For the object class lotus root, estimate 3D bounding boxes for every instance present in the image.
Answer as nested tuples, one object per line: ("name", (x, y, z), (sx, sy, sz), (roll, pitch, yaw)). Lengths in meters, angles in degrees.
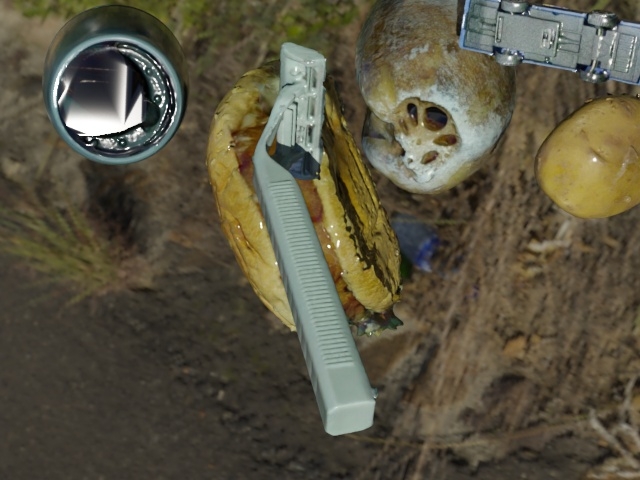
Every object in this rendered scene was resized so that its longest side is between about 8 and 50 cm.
("lotus root", (0.109, -0.167, 1.100), (0.139, 0.158, 0.322), (-4, 34, 9))

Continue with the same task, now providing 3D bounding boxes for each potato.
("potato", (0.333, -0.100, 1.380), (0.176, 0.137, 0.137), (-43, 31, -28))

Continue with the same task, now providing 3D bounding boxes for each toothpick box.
("toothpick box", (-0.161, -0.122, 0.934), (0.120, 0.120, 0.184), (-59, 15, 7))

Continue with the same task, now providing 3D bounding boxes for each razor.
("razor", (-0.011, 0.001, 0.749), (0.111, 0.056, 0.278), (95, 170, -45))

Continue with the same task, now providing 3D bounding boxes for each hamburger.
("hamburger", (-0.022, -0.037, 1.199), (0.132, 0.211, 0.309), (-19, 89, 20))

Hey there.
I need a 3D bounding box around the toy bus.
("toy bus", (0.180, -0.152, 0.885), (0.153, 0.061, 0.051), (17, 111, 29))
